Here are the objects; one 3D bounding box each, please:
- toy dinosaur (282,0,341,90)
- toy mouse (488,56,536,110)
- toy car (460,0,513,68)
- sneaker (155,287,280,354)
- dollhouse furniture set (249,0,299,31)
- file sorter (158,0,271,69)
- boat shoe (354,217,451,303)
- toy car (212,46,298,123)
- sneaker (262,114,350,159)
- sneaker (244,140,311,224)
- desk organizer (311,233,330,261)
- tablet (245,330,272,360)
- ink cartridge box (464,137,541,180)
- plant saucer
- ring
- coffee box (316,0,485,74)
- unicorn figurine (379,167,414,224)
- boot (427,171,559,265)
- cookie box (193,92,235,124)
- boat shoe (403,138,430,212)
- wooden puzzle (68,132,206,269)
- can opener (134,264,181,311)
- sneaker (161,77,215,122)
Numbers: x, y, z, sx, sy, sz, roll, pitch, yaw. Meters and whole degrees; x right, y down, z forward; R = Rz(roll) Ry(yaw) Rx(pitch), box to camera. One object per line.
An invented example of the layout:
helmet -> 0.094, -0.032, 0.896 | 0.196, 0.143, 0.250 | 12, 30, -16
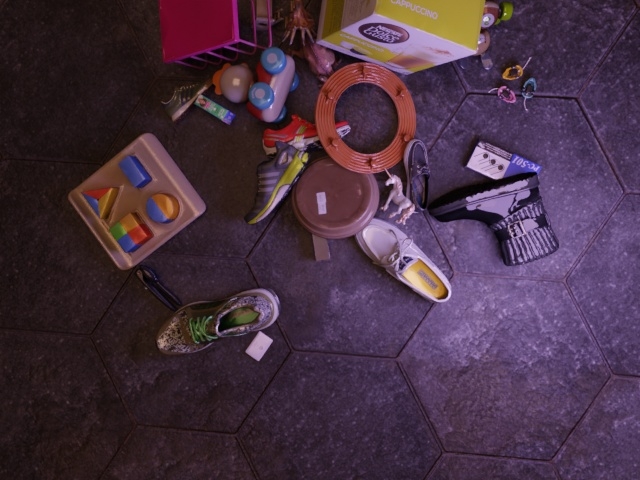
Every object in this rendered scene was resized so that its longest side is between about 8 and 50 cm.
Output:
toy dinosaur -> -0.015, -0.568, 1.696 | 0.127, 0.200, 0.295 | -40, 89, 3
toy mouse -> 0.606, -0.464, 1.741 | 0.161, 0.031, 0.143 | -26, 89, 4
toy car -> 0.476, -0.617, 1.703 | 0.155, 0.149, 0.188 | 0, 102, -7
sneaker -> -0.332, 0.253, 1.734 | 0.411, 0.182, 0.158 | -21, 89, 4
dollhouse furniture set -> -0.137, -0.760, 1.775 | 0.161, 0.101, 0.181 | 0, 90, -21
file sorter -> -0.307, -0.641, 1.669 | 0.291, 0.182, 0.202 | -2, 92, 34
boat shoe -> 0.250, 0.063, 1.707 | 0.367, 0.156, 0.136 | 44, 93, 2
toy car -> -0.215, -0.488, 1.706 | 0.238, 0.219, 0.210 | 20, 92, 9
sneaker -> -0.048, -0.340, 1.752 | 0.279, 0.107, 0.118 | -14, 83, 3
sneaker -> -0.154, -0.177, 1.732 | 0.121, 0.111, 0.300 | 38, 109, 0
desk organizer -> 0.000, 0.000, 1.776 | 0.047, 0.050, 0.130 | -9, 90, 4
tablet -> -0.198, 0.341, 1.815 | 0.054, 0.006, 0.083 | 35, 93, 2
ink cartridge box -> 0.562, -0.228, 1.740 | 0.207, 0.046, 0.097 | 26, 94, 3
plant saucer -> 0.043, -0.141, 1.744 | 0.278, 0.041, 0.277 | -1, 77, 6
ring -> 0.145, -0.372, 1.708 | 0.337, 0.032, 0.336 | -1, 92, -20
coffee box -> 0.227, -0.695, 1.556 | 0.338, 0.334, 0.338 | 9, 92, -27
unicorn figurine -> 0.233, -0.129, 1.740 | 0.162, 0.060, 0.111 | 44, 109, 22
boot -> 0.522, -0.041, 1.704 | 0.348, 0.131, 0.260 | -13, 105, 18
cookie box -> -0.332, -0.412, 1.773 | 0.107, 0.092, 0.040 | 30, 95, 3
boat shoe -> 0.304, -0.198, 1.730 | 0.080, 0.076, 0.228 | 3, 93, -23
wooden puzzle -> -0.595, -0.125, 1.798 | 0.348, 0.080, 0.322 | -37, 88, 3
can opener -> -0.525, 0.156, 1.810 | 0.059, 0.073, 0.186 | -39, 97, -5
sneaker -> -0.426, -0.468, 1.790 | 0.192, 0.064, 0.086 | -42, 93, 6
